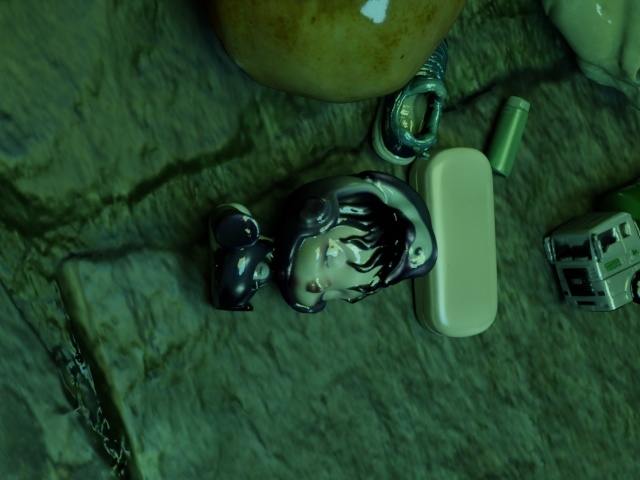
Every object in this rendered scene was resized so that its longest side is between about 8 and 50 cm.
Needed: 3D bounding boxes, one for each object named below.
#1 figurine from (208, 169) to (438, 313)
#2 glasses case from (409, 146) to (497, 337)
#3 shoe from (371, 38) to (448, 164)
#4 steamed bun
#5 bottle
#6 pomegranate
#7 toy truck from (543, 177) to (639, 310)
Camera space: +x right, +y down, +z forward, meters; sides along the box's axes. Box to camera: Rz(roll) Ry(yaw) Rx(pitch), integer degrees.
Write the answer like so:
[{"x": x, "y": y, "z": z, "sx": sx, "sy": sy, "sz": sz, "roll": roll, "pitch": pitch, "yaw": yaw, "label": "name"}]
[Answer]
[{"x": 0.000, "y": 0.000, "z": 1.233, "sx": 0.222, "sy": 0.145, "sz": 0.145, "roll": -5, "pitch": 97, "yaw": -14, "label": "figurine"}, {"x": 0.137, "y": 0.001, "z": 1.327, "sx": 0.083, "sy": 0.050, "sz": 0.196, "roll": -5, "pitch": 97, "yaw": -27, "label": "glasses case"}, {"x": 0.097, "y": -0.146, "z": 1.285, "sx": 0.064, "sy": 0.071, "sz": 0.142, "roll": 19, "pitch": 82, "yaw": -26, "label": "shoe"}, {"x": 0.407, "y": -0.262, "z": 1.345, "sx": 0.289, "sy": 0.203, "sz": 0.276, "roll": 46, "pitch": 75, "yaw": -22, "label": "steamed bun"}, {"x": 0.196, "y": -0.109, "z": 1.356, "sx": 0.030, "sy": 0.030, "sz": 0.083, "roll": 21, "pitch": 85, "yaw": -25, "label": "bottle"}, {"x": 0.022, "y": -0.239, "z": 1.159, "sx": 0.229, "sy": 0.270, "sz": 0.252, "roll": 23, "pitch": 72, "yaw": 15, "label": "pomegranate"}, {"x": 0.368, "y": -0.011, "z": 1.408, "sx": 0.243, "sy": 0.101, "sz": 0.124, "roll": -24, "pitch": 99, "yaw": -24, "label": "toy truck"}]
